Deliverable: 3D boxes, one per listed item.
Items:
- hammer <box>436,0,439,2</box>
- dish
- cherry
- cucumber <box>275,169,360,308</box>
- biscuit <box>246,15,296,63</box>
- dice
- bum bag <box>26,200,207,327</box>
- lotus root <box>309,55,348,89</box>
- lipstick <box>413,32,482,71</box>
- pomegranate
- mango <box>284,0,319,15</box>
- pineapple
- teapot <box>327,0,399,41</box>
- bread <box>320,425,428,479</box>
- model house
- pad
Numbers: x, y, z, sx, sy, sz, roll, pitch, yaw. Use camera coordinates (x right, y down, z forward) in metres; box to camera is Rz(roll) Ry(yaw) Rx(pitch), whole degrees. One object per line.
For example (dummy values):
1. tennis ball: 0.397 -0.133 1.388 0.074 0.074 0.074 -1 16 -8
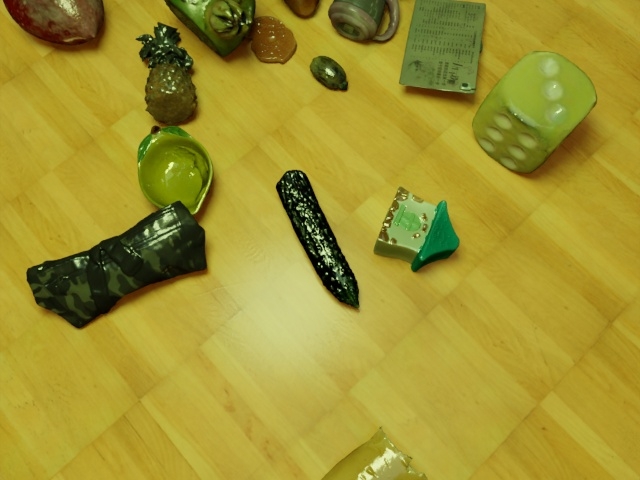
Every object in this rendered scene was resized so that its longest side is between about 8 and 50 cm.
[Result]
1. hammer: 0.271 -0.546 1.207 0.053 0.031 0.083 -3 79 3
2. dish: -0.285 -0.132 1.057 0.149 0.080 0.207 -24 75 -3
3. cherry: -0.567 -0.516 1.130 0.250 0.175 0.192 42 87 11
4. cucumber: -0.001 0.000 1.017 0.072 0.072 0.300 -25 74 -7
5. biscuit: -0.113 -0.453 1.185 0.102 0.019 0.130 -35 75 -10
6. dice: 0.419 -0.252 1.039 0.166 0.169 0.169 42 78 13
7. bum bag: -0.373 0.052 0.981 0.340 0.095 0.144 -25 103 -3
8. lotus root: 0.021 -0.364 1.142 0.099 0.049 0.054 40 75 6
9. lipstick: 0.278 -0.404 1.151 0.158 0.048 0.048 -26 74 -8
10. pomegranate: -0.217 -0.500 1.082 0.190 0.241 0.159 42 95 -16
11. mango: -0.072 -0.637 1.164 0.133 0.111 0.267 -24 94 -49
12. pineapple: -0.331 -0.369 1.122 0.119 0.111 0.237 4 60 -31
13. teapot: 0.106 -0.517 1.143 0.148 0.116 0.146 26 88 1
14. bread: 0.083 0.419 0.879 0.173 0.085 0.134 -41 76 -12
15. model house: 0.191 -0.013 1.006 0.149 0.100 0.127 23 75 5
16. pad: 0.267 -0.431 1.133 0.160 0.009 0.265 9 66 9
